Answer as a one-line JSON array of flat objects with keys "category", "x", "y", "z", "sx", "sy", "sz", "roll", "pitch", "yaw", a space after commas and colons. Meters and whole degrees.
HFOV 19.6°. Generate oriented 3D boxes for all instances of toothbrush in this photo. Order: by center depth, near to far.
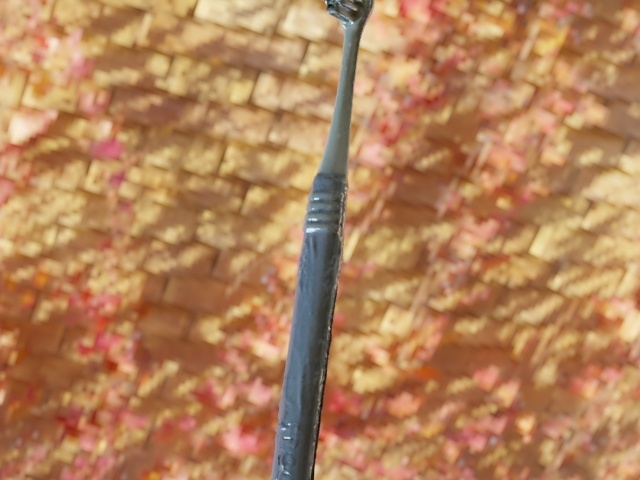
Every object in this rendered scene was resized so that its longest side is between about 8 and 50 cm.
[{"category": "toothbrush", "x": 0.000, "y": 0.000, "z": 0.611, "sx": 0.016, "sy": 0.219, "sz": 0.019, "roll": 3, "pitch": 172, "yaw": 32}]
